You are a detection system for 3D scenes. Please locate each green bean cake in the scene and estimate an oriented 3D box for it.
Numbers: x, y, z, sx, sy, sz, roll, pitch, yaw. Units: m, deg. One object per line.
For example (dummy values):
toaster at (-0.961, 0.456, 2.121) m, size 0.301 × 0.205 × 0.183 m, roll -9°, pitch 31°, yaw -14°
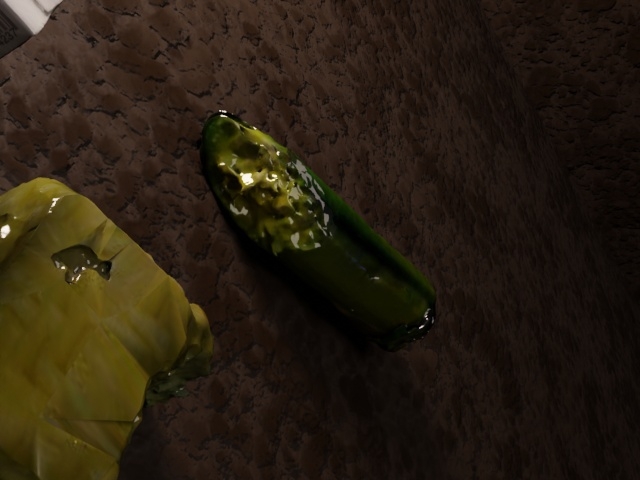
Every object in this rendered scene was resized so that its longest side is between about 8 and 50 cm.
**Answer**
green bean cake at (-0.189, 0.100, 0.532) m, size 0.233 × 0.124 × 0.236 m, roll 52°, pitch 35°, yaw -28°

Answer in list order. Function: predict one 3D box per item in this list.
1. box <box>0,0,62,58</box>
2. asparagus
box at (-0.272, -0.159, 0.479) m, size 0.135 × 0.199 × 0.081 m, roll 52°, pitch 33°, yaw -31°
asparagus at (0.000, 0.000, 0.908) m, size 0.382 × 0.108 × 0.128 m, roll 42°, pitch 42°, yaw -35°
